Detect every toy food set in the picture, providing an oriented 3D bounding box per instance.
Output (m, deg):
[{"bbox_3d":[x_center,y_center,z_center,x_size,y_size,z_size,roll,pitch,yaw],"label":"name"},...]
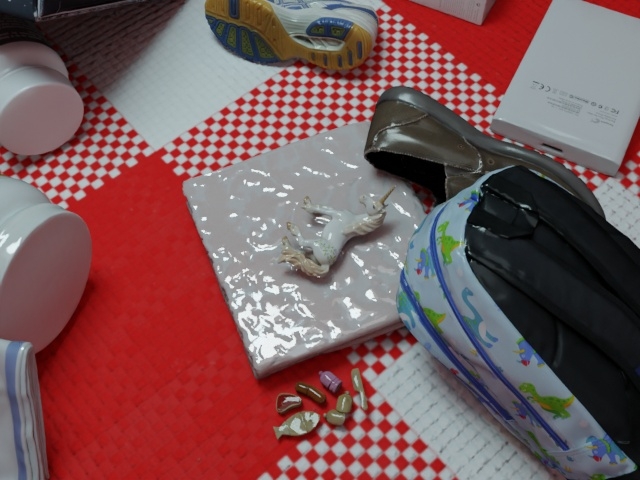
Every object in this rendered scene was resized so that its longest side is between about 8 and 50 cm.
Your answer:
[{"bbox_3d":[-0.003,0.206,0.920,0.122,0.019,0.078,-14,60,2],"label":"toy food set"}]

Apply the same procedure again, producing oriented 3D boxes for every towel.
[{"bbox_3d":[-0.462,0.206,0.844,0.284,0.209,0.034,3,16,5],"label":"towel"},{"bbox_3d":[0.000,0.000,1.019,0.316,0.053,0.332,-20,62,-9],"label":"towel"}]

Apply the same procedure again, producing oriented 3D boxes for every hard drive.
[{"bbox_3d":[0.426,-0.262,1.168,0.203,0.040,0.308,24,63,14],"label":"hard drive"}]

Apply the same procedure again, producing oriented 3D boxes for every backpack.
[{"bbox_3d":[0.262,0.085,0.844,0.355,0.273,0.290,48,60,-15],"label":"backpack"}]

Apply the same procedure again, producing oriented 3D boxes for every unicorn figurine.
[{"bbox_3d":[0.018,-0.018,0.972,0.111,0.060,0.162,26,80,16],"label":"unicorn figurine"}]

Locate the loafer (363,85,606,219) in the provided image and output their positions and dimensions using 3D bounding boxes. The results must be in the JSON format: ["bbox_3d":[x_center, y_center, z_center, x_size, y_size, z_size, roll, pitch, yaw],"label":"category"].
[{"bbox_3d":[0.214,-0.072,1.007,0.365,0.134,0.130,31,70,12],"label":"loafer"}]

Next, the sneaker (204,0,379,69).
[{"bbox_3d":[-0.046,-0.368,1.220,0.296,0.112,0.131,17,44,9],"label":"sneaker"}]

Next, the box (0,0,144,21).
[{"bbox_3d":[-0.487,-0.553,1.095,0.479,0.298,0.472,17,29,10],"label":"box"}]

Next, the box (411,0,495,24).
[{"bbox_3d":[0.236,-0.479,1.269,0.170,0.091,0.130,24,63,14],"label":"box"}]

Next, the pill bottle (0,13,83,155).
[{"bbox_3d":[-0.499,-0.275,1.125,0.161,0.161,0.283,-33,64,-17],"label":"pill bottle"}]

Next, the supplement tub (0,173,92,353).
[{"bbox_3d":[-0.483,0.008,0.922,0.316,0.228,0.228,18,62,12],"label":"supplement tub"}]
